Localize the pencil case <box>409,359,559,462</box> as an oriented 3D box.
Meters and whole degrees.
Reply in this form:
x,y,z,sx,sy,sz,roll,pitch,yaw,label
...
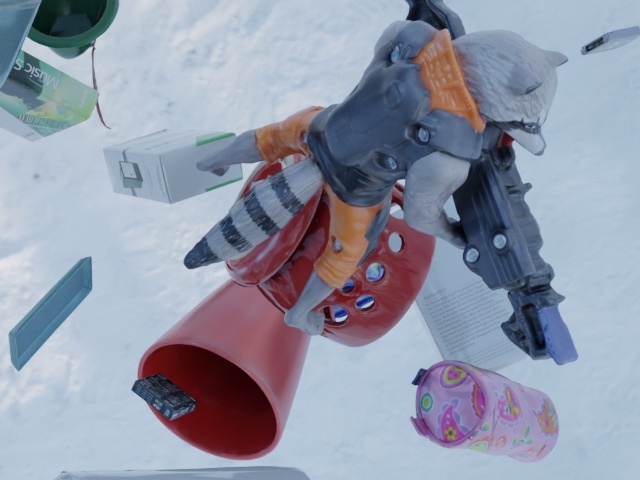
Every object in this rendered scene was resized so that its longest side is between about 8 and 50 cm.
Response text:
x,y,z,sx,sy,sz,roll,pitch,yaw,label
0.242,0.252,1.130,0.124,0.284,0.124,-14,66,35,pencil case

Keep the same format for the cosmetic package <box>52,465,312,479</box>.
x,y,z,sx,sy,sz,roll,pitch,yaw,label
-0.074,0.414,0.547,0.329,0.327,0.394,-50,60,7,cosmetic package

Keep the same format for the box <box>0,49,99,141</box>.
x,y,z,sx,sy,sz,roll,pitch,yaw,label
-0.532,-0.256,1.185,0.232,0.322,0.058,-5,66,49,box

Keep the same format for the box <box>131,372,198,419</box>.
x,y,z,sx,sy,sz,roll,pitch,yaw,label
-0.241,0.240,1.211,0.083,0.067,0.018,32,104,19,box

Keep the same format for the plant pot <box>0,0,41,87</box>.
x,y,z,sx,sy,sz,roll,pitch,yaw,label
-0.444,-0.221,0.741,0.247,0.248,0.252,59,144,12,plant pot

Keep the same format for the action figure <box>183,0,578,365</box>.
x,y,z,sx,sy,sz,roll,pitch,yaw,label
0.058,-0.033,0.628,0.330,0.178,0.341,-37,68,35,action figure

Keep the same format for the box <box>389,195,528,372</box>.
x,y,z,sx,sy,sz,roll,pitch,yaw,label
0.261,0.099,1.519,0.168,0.215,0.345,-25,75,2,box

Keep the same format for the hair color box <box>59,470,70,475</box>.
x,y,z,sx,sy,sz,roll,pitch,yaw,label
-0.258,0.487,1.141,0.185,0.339,0.110,-62,26,2,hair color box

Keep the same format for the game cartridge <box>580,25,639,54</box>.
x,y,z,sx,sy,sz,roll,pitch,yaw,label
0.411,-0.282,1.104,0.056,0.083,0.017,-16,91,-7,game cartridge

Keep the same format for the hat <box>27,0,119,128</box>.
x,y,z,sx,sy,sz,roll,pitch,yaw,label
-0.437,-0.351,1.394,0.173,0.183,0.208,14,65,2,hat

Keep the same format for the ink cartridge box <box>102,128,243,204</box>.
x,y,z,sx,sy,sz,roll,pitch,yaw,label
-0.355,-0.185,1.870,0.289,0.211,0.121,13,119,49,ink cartridge box

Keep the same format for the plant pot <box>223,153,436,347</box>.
x,y,z,sx,sy,sz,roll,pitch,yaw,label
0.000,0.000,0.842,0.191,0.174,0.191,-42,34,38,plant pot

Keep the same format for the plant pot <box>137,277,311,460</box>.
x,y,z,sx,sy,sz,roll,pitch,yaw,label
-0.144,0.203,1.378,0.275,0.243,0.275,13,129,17,plant pot

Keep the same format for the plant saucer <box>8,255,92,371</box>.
x,y,z,sx,sy,sz,roll,pitch,yaw,label
-0.374,0.096,1.090,0.018,0.192,0.067,17,126,9,plant saucer

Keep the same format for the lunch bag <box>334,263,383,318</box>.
x,y,z,sx,sy,sz,roll,pitch,yaw,label
0.023,0.072,1.770,0.293,0.221,0.138,-18,120,14,lunch bag
